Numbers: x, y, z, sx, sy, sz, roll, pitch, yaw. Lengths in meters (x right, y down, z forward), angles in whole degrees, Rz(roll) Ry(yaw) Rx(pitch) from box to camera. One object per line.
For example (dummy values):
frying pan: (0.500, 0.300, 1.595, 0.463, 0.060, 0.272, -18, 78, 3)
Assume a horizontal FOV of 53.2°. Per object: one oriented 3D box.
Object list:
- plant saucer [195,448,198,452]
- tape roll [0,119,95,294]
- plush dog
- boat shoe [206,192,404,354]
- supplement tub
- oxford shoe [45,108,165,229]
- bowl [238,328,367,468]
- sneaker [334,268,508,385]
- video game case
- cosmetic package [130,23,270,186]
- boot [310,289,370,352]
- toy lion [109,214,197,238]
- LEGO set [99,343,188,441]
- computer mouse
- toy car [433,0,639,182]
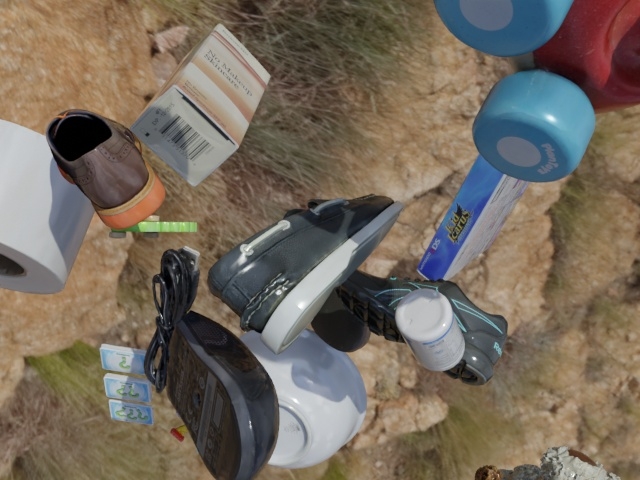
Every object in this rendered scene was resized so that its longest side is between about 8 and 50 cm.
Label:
plant saucer: (-0.188, 0.459, 1.435, 0.067, 0.018, 0.192, -23, 154, 32)
tape roll: (-0.468, -0.045, 0.943, 0.246, 0.246, 0.169, 33, 58, -35)
plush dog: (0.378, 0.460, 1.088, 0.262, 0.225, 0.211, 35, 69, -38)
boat shoe: (0.000, 0.000, 0.640, 0.091, 0.302, 0.114, 38, 115, 8)
supplement tub: (0.138, 0.113, 0.801, 0.071, 0.071, 0.107, -40, 143, -6)
oxford shoe: (-0.257, -0.113, 0.714, 0.097, 0.271, 0.098, -40, 132, -14)
bowl: (-0.070, 0.316, 1.183, 0.297, 0.134, 0.298, 5, 113, 12)
sneaker: (0.139, 0.101, 0.918, 0.106, 0.267, 0.101, -52, 160, -22)
video game case: (0.304, -0.069, 1.173, 0.244, 0.061, 0.270, -25, 146, -50)
cosmetic package: (-0.205, -0.254, 1.159, 0.129, 0.296, 0.153, -35, 116, 28)
boot: (0.034, 0.110, 1.188, 0.115, 0.305, 0.112, 28, 102, -32)
toy lion: (-0.225, -0.019, 0.883, 0.100, 0.096, 0.034, -1, 93, -59)
LEGO set: (-0.237, 0.265, 1.037, 0.244, 0.060, 0.183, 9, 125, 2)
computer mouse: (-0.110, 0.143, 0.691, 0.072, 0.272, 0.189, -2, 120, -35)
toy car: (0.225, -0.156, 0.362, 0.219, 0.237, 0.210, -59, 142, -22)
